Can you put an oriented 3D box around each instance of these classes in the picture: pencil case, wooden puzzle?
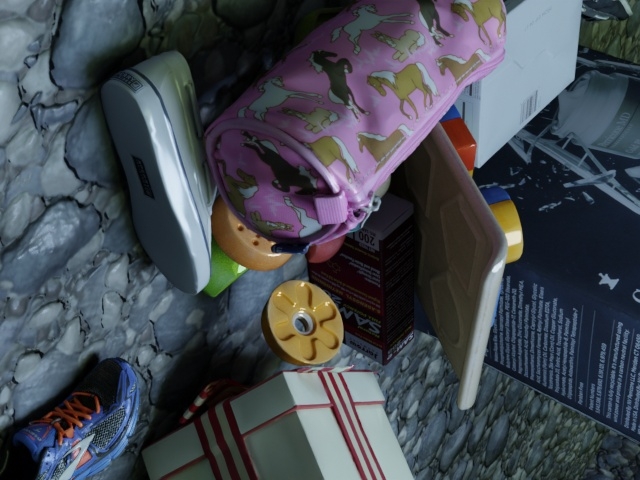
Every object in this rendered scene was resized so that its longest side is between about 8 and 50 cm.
[{"bbox_3d":[0.051,-0.152,1.110,0.167,0.160,0.386,55,49,-16],"label":"pencil case"},{"bbox_3d":[0.162,-0.014,1.343,0.080,0.348,0.322,-12,144,-9],"label":"wooden puzzle"}]

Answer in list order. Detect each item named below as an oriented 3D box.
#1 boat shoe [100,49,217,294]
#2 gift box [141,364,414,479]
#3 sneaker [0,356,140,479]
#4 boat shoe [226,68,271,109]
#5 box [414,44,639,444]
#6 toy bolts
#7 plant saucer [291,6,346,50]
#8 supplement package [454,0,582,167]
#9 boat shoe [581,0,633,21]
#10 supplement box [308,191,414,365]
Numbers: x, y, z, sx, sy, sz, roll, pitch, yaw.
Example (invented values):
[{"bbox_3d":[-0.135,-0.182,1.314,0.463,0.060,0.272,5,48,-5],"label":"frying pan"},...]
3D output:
[{"bbox_3d":[-0.141,-0.064,1.080,0.088,0.096,0.268,-39,133,-30],"label":"boat shoe"},{"bbox_3d":[-0.019,0.279,1.311,0.276,0.258,0.255,-31,161,18],"label":"gift box"},{"bbox_3d":[-0.264,0.207,1.098,0.221,0.083,0.087,-55,144,-21],"label":"sneaker"},{"bbox_3d":[-0.082,-0.132,1.166,0.135,0.050,0.045,-58,148,-31],"label":"boat shoe"},{"bbox_3d":[0.445,-0.009,1.666,0.480,0.471,0.297,-46,145,-29],"label":"box"},{"bbox_3d":[0.000,0.000,1.209,0.228,0.218,0.158,-42,-178,-43],"label":"toy bolts"},{"bbox_3d":[0.016,-0.188,1.276,0.188,0.045,0.189,-19,127,-52],"label":"plant saucer"},{"bbox_3d":[0.223,-0.261,1.451,0.262,0.145,0.204,-40,142,-35],"label":"supplement package"},{"bbox_3d":[0.469,-0.406,1.828,0.079,0.084,0.233,-33,168,23],"label":"boat shoe"},{"bbox_3d":[0.052,0.038,1.421,0.073,0.130,0.240,-40,142,-33],"label":"supplement box"}]
